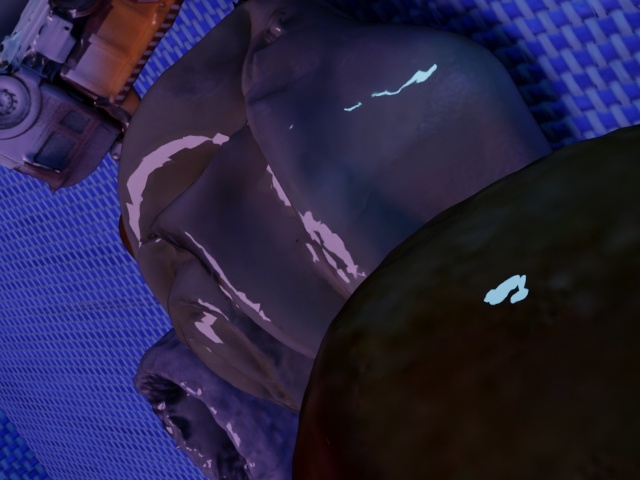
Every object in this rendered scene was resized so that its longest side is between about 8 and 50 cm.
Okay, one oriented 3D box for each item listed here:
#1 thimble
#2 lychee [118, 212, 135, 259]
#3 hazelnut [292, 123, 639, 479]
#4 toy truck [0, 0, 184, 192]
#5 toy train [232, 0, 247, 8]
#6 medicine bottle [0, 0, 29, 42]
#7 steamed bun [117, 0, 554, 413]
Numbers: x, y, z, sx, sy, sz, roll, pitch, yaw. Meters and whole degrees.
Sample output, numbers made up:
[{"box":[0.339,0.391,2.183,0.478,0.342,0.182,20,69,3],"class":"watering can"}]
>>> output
[{"box":[-0.075,0.156,2.043,0.245,0.157,0.217,14,137,59],"class":"thimble"},{"box":[-0.162,-0.023,2.010,0.140,0.101,0.114,47,169,-3],"class":"lychee"},{"box":[0.184,0.130,1.115,0.353,0.421,0.421,22,147,24],"class":"hazelnut"},{"box":[-0.172,-0.173,1.529,0.135,0.270,0.114,28,-167,-23],"class":"toy truck"},{"box":[-0.040,-0.205,1.555,0.064,0.044,0.103,33,154,34],"class":"toy train"},{"box":[-0.291,-0.284,1.653,0.241,0.252,0.252,27,147,48],"class":"medicine bottle"},{"box":[0.000,0.000,1.489,0.367,0.255,0.342,25,150,44],"class":"steamed bun"}]
